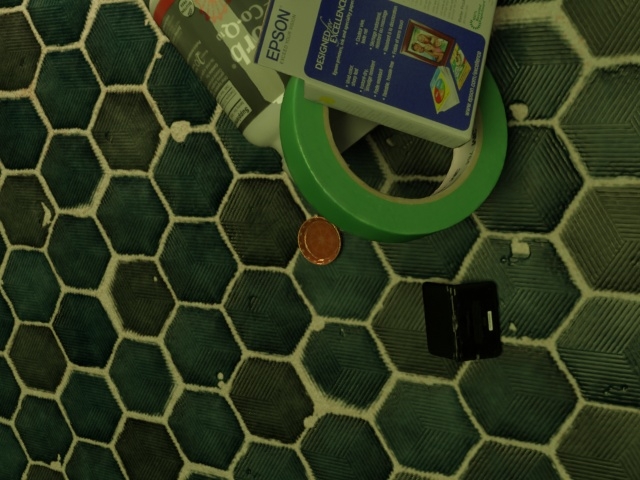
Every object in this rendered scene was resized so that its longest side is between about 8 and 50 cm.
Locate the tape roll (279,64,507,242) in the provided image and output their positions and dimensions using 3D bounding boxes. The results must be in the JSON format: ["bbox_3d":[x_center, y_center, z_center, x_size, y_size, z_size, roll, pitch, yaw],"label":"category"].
[{"bbox_3d":[0.105,-0.160,1.142,0.321,0.321,0.077,69,161,2],"label":"tape roll"}]

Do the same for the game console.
[{"bbox_3d":[0.223,0.124,1.290,0.107,0.071,0.122,-7,97,0],"label":"game console"}]

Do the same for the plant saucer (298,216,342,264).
[{"bbox_3d":[0.000,0.000,1.393,0.083,0.013,0.084,6,102,28],"label":"plant saucer"}]

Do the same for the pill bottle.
[{"bbox_3d":[-0.077,-0.277,1.257,0.210,0.210,0.363,-37,93,29],"label":"pill bottle"}]

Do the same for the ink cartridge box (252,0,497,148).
[{"bbox_3d":[0.084,-0.310,1.089,0.307,0.072,0.304,17,76,-12],"label":"ink cartridge box"}]
